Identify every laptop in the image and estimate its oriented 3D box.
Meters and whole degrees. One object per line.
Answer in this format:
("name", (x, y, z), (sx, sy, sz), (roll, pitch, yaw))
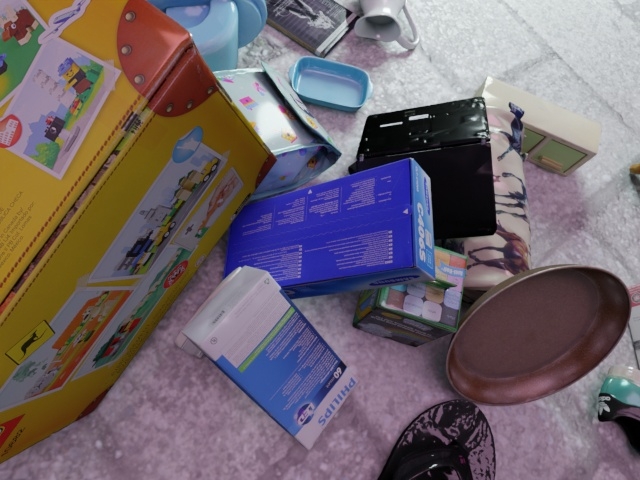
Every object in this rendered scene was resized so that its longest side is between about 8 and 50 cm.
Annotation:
("laptop", (0.196, -0.136, 0.837), (0.234, 0.136, 0.264), (-4, 40, 19))

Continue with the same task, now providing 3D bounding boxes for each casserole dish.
("casserole dish", (0.021, -0.339, 0.980), (0.188, 0.037, 0.114), (11, 67, -5))

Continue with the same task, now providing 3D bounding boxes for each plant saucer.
("plant saucer", (0.348, 0.155, 0.736), (0.310, 0.310, 0.050), (-1, 32, -10))

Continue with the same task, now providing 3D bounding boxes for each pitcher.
("pitcher", (0.168, -0.569, 1.063), (0.177, 0.125, 0.207), (15, 72, -31))

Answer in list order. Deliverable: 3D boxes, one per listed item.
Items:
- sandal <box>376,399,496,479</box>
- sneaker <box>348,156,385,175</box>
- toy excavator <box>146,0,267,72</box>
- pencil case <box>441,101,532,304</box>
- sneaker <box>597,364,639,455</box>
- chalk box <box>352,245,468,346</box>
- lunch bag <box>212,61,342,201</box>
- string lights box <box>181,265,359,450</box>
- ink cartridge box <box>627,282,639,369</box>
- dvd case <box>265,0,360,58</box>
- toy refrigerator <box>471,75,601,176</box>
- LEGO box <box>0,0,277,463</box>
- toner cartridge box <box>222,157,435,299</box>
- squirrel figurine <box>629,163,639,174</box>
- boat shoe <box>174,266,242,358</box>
("sandal", (0.132, 0.419, 0.654), (0.446, 0.107, 0.167), (-38, 79, -26))
("sneaker", (0.124, -0.133, 0.909), (0.089, 0.051, 0.170), (-38, 76, -16))
("toy excavator", (-0.300, -0.346, 0.848), (0.433, 0.222, 0.445), (-11, 80, -13))
("pencil case", (0.326, -0.062, 0.858), (0.183, 0.160, 0.410), (6, 67, -1))
("sneaker", (0.626, 0.360, 0.780), (0.302, 0.108, 0.121), (36, 68, 14))
("chalk box", (0.152, 0.082, 0.740), (0.132, 0.213, 0.132), (19, 66, -4))
("lunch bag", (-0.105, -0.210, 0.844), (0.262, 0.160, 0.223), (-25, 70, -36))
("string lights box", (-0.064, 0.177, 0.666), (0.133, 0.077, 0.260), (-47, 119, -23))
("ink cartridge box", (0.677, 0.179, 0.826), (0.092, 0.158, 0.218), (6, 68, -8))
("dvd case", (-0.038, -0.539, 1.058), (0.221, 0.018, 0.164), (34, 66, 5))
("toy refrigerator", (0.459, -0.246, 0.986), (0.269, 0.102, 0.094), (23, 67, -1))
("LEGO box", (-0.297, 0.006, 0.520), (0.193, 0.372, 0.500), (36, 90, 6))
("toner cartridge box", (0.000, 0.000, 0.706), (0.348, 0.075, 0.165), (-11, 66, 32))
("squirrel figurine", (0.909, -0.181, 0.990), (0.370, 0.281, 0.397), (16, 52, 8))
("boat shoe", (-0.163, 0.121, 0.709), (0.063, 0.066, 0.184), (39, 106, -6))
